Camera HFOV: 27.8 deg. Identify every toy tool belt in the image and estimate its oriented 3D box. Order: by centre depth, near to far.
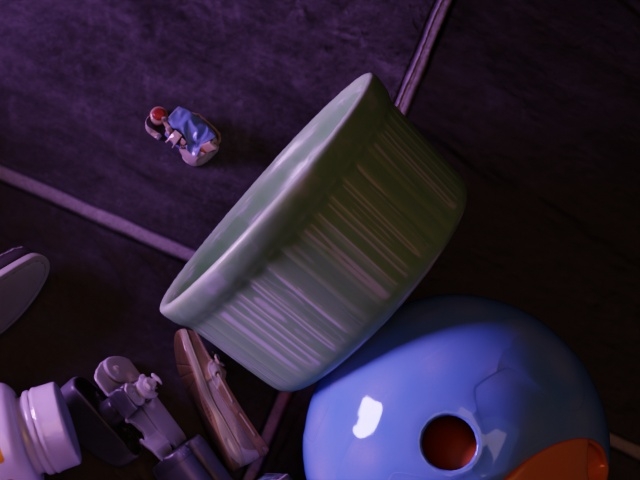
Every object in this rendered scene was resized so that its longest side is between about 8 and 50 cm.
[{"bbox_3d":[-0.143,-0.117,1.356,0.083,0.051,0.052,38,75,-1],"label":"toy tool belt"}]

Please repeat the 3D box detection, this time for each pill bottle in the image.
[{"bbox_3d":[-0.340,0.207,1.216,0.215,0.117,0.117,-19,83,-7],"label":"pill bottle"}]

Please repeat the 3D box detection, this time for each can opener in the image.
[{"bbox_3d":[-0.143,0.234,1.290,0.093,0.074,0.280,-42,86,20],"label":"can opener"}]

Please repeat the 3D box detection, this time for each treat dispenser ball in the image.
[{"bbox_3d":[0.127,0.195,1.223,0.288,0.288,0.288,2,79,-10],"label":"treat dispenser ball"}]

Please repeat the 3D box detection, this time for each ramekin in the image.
[{"bbox_3d":[0.000,0.000,1.239,0.148,0.303,0.303,42,75,-8],"label":"ramekin"}]

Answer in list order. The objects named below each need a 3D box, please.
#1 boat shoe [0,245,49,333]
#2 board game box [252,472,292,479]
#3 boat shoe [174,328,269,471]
[{"bbox_3d":[-0.369,0.078,1.265,0.228,0.081,0.068,-43,60,-17],"label":"boat shoe"},{"bbox_3d":[-0.017,0.278,1.234,0.026,0.186,0.126,-35,88,-13],"label":"board game box"},{"bbox_3d":[-0.103,0.156,1.312,0.048,0.056,0.153,-23,86,-23],"label":"boat shoe"}]
